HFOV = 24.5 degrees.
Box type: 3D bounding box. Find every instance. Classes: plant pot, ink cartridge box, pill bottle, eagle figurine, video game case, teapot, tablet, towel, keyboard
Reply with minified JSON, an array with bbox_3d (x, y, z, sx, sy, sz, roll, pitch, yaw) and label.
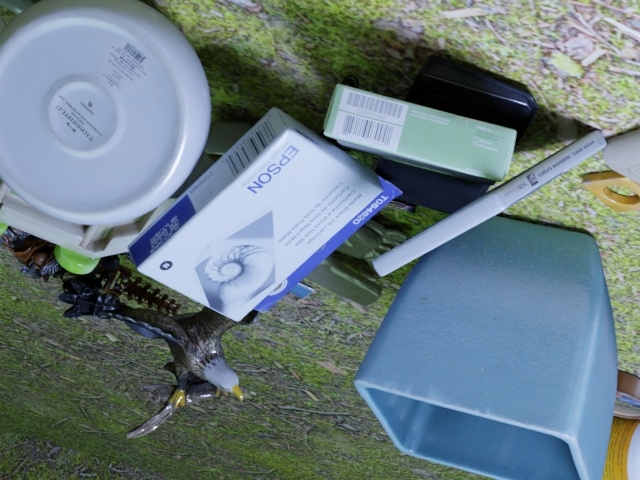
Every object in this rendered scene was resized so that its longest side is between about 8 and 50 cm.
[{"bbox_3d":[0.216,0.117,1.656,0.247,0.252,0.248,13,159,22],"label":"plant pot"},{"bbox_3d":[-0.048,-0.011,1.536,0.223,0.045,0.224,-43,138,18],"label":"ink cartridge box"},{"bbox_3d":[0.440,0.310,2.094,0.246,0.136,0.136,0,151,44],"label":"pill bottle"},{"bbox_3d":[-0.172,0.134,2.069,0.225,0.226,0.298,16,140,14],"label":"eagle figurine"},{"bbox_3d":[0.161,-0.036,1.422,0.190,0.173,0.022,-31,89,50],"label":"video game case"},{"bbox_3d":[-0.228,-0.147,1.523,0.253,0.256,0.187,-3,-165,6],"label":"teapot"},{"bbox_3d":[-0.053,0.060,2.130,0.083,0.006,0.054,25,160,-9],"label":"tablet"},{"bbox_3d":[0.077,-0.043,1.692,0.060,0.009,0.083,16,-178,12],"label":"towel"},{"bbox_3d":[0.098,-0.099,1.432,0.171,0.056,0.235,15,-176,5],"label":"ink cartridge box"},{"bbox_3d":[0.095,-0.112,1.517,0.202,0.033,0.317,16,159,-2],"label":"keyboard"}]

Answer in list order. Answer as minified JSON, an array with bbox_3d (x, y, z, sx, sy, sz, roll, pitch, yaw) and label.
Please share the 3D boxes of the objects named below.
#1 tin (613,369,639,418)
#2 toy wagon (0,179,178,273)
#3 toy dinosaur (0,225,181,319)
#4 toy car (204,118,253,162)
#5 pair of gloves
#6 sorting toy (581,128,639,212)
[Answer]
[{"bbox_3d":[0.365,0.199,2.034,0.190,0.040,0.106,14,155,19],"label":"tin"},{"bbox_3d":[-0.321,-0.104,1.705,0.344,0.068,0.267,24,128,-20],"label":"toy wagon"},{"bbox_3d":[-0.344,0.025,2.193,0.322,0.164,0.218,6,-177,-29],"label":"toy dinosaur"},{"bbox_3d":[-0.057,-0.054,1.683,0.182,0.159,0.136,12,-166,25],"label":"toy car"},{"bbox_3d":[0.000,0.000,1.877,0.204,0.042,0.240,25,158,0],"label":"pair of gloves"},{"bbox_3d":[0.383,-0.046,1.374,0.196,0.047,0.348,29,159,-21],"label":"sorting toy"}]
